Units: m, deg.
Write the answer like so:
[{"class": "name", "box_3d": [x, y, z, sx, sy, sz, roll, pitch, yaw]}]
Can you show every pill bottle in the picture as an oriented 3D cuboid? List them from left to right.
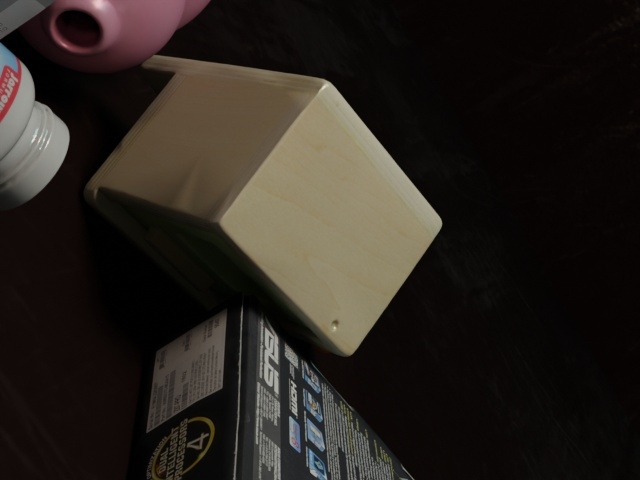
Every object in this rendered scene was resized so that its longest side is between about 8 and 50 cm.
[{"class": "pill bottle", "box_3d": [-0.215, -0.087, 0.683, 0.160, 0.087, 0.087, 44, 23, -41]}]

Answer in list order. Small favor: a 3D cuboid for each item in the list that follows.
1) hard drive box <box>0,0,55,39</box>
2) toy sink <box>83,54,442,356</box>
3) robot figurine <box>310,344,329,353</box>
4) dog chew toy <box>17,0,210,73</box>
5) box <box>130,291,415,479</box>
[{"class": "hard drive box", "box_3d": [-0.221, -0.248, 0.778, 0.089, 0.181, 0.232, 36, 30, -55]}, {"class": "toy sink", "box_3d": [-0.061, -0.028, 0.890, 0.234, 0.131, 0.153, 18, -24, 49]}, {"class": "robot figurine", "box_3d": [0.001, 0.002, 1.081, 0.128, 0.158, 0.219, 35, 19, -4]}, {"class": "dog chew toy", "box_3d": [-0.155, -0.249, 0.959, 0.206, 0.206, 0.332, 49, 28, -31]}, {"class": "box", "box_3d": [0.011, 0.261, 0.736, 0.318, 0.097, 0.395, 48, 20, -28]}]
